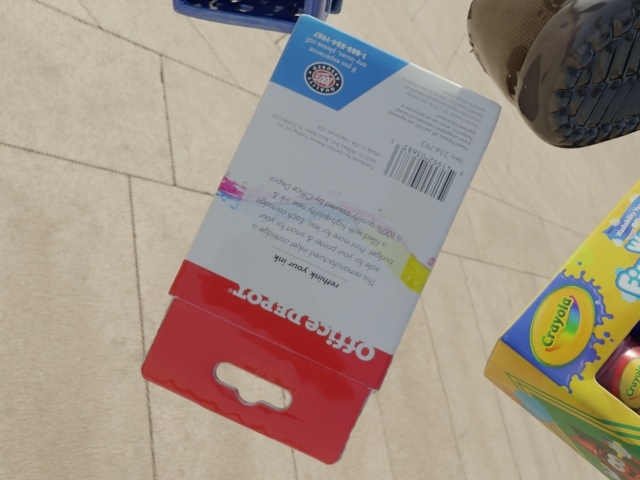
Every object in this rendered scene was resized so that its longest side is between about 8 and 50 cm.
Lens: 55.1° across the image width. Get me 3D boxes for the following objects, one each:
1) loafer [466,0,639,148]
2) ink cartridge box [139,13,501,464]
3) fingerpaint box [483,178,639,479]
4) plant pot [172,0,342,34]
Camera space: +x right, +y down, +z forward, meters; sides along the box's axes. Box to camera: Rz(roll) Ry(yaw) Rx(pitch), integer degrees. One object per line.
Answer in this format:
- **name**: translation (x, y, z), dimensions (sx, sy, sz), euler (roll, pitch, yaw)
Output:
- **loafer**: translation (0.255, -0.167, 0.442), dimensions (0.365, 0.134, 0.130), euler (-12, 47, -31)
- **ink cartridge box**: translation (0.000, 0.000, 0.385), dimensions (0.134, 0.078, 0.231), euler (25, 87, 0)
- **fingerpaint box**: translation (0.519, 0.128, 0.856), dimensions (0.444, 0.163, 0.371), euler (-42, 64, -17)
- **plant pot**: translation (-0.071, -0.453, 0.919), dimensions (0.212, 0.235, 0.236), euler (-51, 153, -57)
